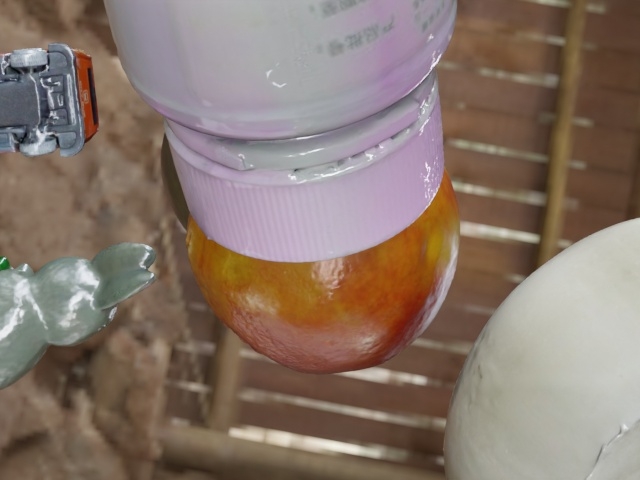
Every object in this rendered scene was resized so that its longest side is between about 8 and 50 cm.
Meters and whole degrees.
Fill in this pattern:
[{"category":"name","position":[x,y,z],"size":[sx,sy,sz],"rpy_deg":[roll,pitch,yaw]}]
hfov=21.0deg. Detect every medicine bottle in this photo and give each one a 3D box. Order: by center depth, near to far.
[{"category":"medicine bottle","position":[-0.026,-0.169,1.272],"size":[0.256,0.256,0.325],"rpy_deg":[-77,162,-45]}]

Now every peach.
[{"category":"peach","position":[0.000,0.000,1.638],"size":[0.238,0.281,0.281],"rpy_deg":[-115,-157,-43]}]

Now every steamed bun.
[{"category":"steamed bun","position":[0.238,0.128,1.239],"size":[0.206,0.324,0.324],"rpy_deg":[-124,-145,-51]}]

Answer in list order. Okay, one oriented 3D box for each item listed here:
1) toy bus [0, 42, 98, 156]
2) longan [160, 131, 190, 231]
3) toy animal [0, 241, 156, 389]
[{"category":"toy bus","position":[-0.244,-0.098,1.233],"size":[0.077,0.174,0.079],"rpy_deg":[-41,127,-73]},{"category":"longan","position":[-0.057,-0.087,1.897],"size":[0.248,0.248,0.248],"rpy_deg":[10,90,-87]},{"category":"toy animal","position":[-0.256,0.072,1.603],"size":[0.108,0.236,0.138],"rpy_deg":[66,18,-66]}]
